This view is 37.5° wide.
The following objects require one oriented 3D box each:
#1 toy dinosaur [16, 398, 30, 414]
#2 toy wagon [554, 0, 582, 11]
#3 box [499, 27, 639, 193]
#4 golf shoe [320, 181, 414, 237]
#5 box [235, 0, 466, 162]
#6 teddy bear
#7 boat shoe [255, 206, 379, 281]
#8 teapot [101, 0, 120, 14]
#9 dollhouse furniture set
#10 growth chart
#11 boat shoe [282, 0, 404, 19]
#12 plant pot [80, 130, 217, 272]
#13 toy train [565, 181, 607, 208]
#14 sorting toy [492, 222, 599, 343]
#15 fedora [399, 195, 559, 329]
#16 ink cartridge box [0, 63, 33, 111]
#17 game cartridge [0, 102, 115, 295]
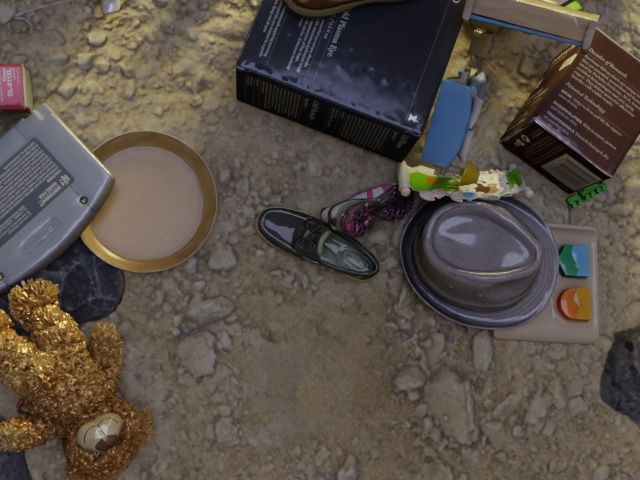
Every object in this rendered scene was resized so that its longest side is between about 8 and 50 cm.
[{"bbox_3d":[-0.432,0.274,1.465,0.082,0.090,0.047,31,88,-48],"label":"toy dinosaur"},{"bbox_3d":[0.398,-0.524,1.704,0.344,0.068,0.267,-31,88,-12],"label":"toy wagon"},{"bbox_3d":[0.449,-0.217,1.619,0.167,0.168,0.203,35,78,-3],"label":"box"},{"bbox_3d":[0.083,-0.063,1.577,0.186,0.086,0.067,-20,121,-42],"label":"golf shoe"},{"bbox_3d":[0.063,-0.352,1.564,0.312,0.179,0.343,21,80,0],"label":"box"},{"bbox_3d":[-0.395,0.214,1.436,0.245,0.113,0.338,-15,77,-39],"label":"teddy bear"},{"bbox_3d":[0.000,0.001,1.567,0.223,0.073,0.080,26,79,-5],"label":"boat shoe"},{"bbox_3d":[-0.330,-0.550,1.541,0.256,0.187,0.252,-36,61,5],"label":"teapot"},{"bbox_3d":[0.318,-0.249,1.567,0.198,0.286,0.303,19,111,12],"label":"dollhouse furniture set"},{"bbox_3d":[0.239,-0.099,1.584,0.237,0.172,0.021,2,113,-7],"label":"growth chart"},{"bbox_3d":[0.096,-0.427,1.427,0.324,0.120,0.123,-22,83,-8],"label":"boat shoe"},{"bbox_3d":[-0.289,-0.063,1.552,0.236,0.032,0.236,1,81,-9],"label":"plant pot"},{"bbox_3d":[0.475,-0.084,1.683,0.083,0.017,0.024,-30,77,-11],"label":"toy train"},{"bbox_3d":[0.395,0.072,1.638,0.193,0.038,0.208,4,82,-9],"label":"sorting toy"},{"bbox_3d":[0.272,0.018,1.561,0.275,0.124,0.244,22,79,6],"label":"fedora"},{"bbox_3d":[-0.548,-0.236,1.477,0.175,0.127,0.072,-3,96,-11],"label":"ink cartridge box"},{"bbox_3d":[-0.481,-0.050,1.490,0.297,0.062,0.198,-43,89,-6],"label":"game cartridge"}]
